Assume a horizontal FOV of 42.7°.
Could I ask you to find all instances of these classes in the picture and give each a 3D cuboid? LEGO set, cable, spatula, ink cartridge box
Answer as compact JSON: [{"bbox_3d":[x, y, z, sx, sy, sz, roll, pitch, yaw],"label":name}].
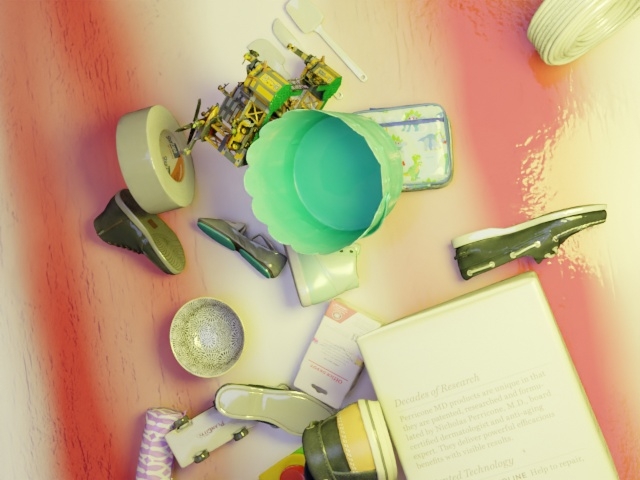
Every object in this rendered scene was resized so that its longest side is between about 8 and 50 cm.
[{"bbox_3d":[-0.130,-0.287,1.617,0.192,0.331,0.255,40,126,12],"label":"LEGO set"},{"bbox_3d":[0.493,-0.427,1.477,0.257,0.257,0.089,-38,76,12],"label":"cable"},{"bbox_3d":[-0.023,-0.383,1.729,0.168,0.019,0.242,-43,80,10],"label":"spatula"},{"bbox_3d":[0.038,0.232,1.687,0.115,0.067,0.198,27,95,13],"label":"ink cartridge box"}]

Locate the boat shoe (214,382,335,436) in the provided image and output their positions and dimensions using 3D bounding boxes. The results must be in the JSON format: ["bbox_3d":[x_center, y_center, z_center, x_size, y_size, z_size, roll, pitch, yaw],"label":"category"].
[{"bbox_3d":[-0.094,0.347,1.701,0.254,0.079,0.095,8,92,-6],"label":"boat shoe"}]

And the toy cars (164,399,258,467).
[{"bbox_3d":[-0.266,0.497,1.737,0.176,0.087,0.394,20,80,-4],"label":"toy cars"}]

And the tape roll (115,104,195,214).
[{"bbox_3d":[-0.339,-0.167,1.705,0.072,0.219,0.219,-14,87,14],"label":"tape roll"}]

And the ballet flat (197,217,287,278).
[{"bbox_3d":[-0.164,0.001,1.748,0.213,0.072,0.068,35,71,11],"label":"ballet flat"}]

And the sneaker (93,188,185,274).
[{"bbox_3d":[-0.395,0.003,1.803,0.118,0.083,0.222,-39,88,30],"label":"sneaker"}]

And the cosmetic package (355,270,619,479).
[{"bbox_3d":[0.307,0.292,1.485,0.327,0.329,0.394,-22,84,14],"label":"cosmetic package"}]

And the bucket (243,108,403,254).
[{"bbox_3d":[0.016,-0.116,1.544,0.281,0.183,0.281,5,101,24],"label":"bucket"}]

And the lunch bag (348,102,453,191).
[{"bbox_3d":[0.155,-0.186,1.649,0.219,0.090,0.176,-3,87,13],"label":"lunch bag"}]

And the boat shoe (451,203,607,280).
[{"bbox_3d":[0.406,0.002,1.578,0.302,0.114,0.091,-16,85,25],"label":"boat shoe"}]

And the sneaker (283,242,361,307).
[{"bbox_3d":[0.000,0.001,1.696,0.151,0.094,0.256,-15,74,-6],"label":"sneaker"}]

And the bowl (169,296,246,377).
[{"bbox_3d":[-0.228,0.202,1.747,0.170,0.080,0.170,0,89,14],"label":"bowl"}]

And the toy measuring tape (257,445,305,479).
[{"bbox_3d":[-0.077,0.524,1.699,0.330,0.121,0.121,-39,81,20],"label":"toy measuring tape"}]

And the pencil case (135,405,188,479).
[{"bbox_3d":[-0.348,0.462,1.773,0.088,0.086,0.206,9,92,10],"label":"pencil case"}]

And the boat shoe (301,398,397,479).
[{"bbox_3d":[0.050,0.434,1.490,0.156,0.500,0.187,-15,58,-4],"label":"boat shoe"}]
